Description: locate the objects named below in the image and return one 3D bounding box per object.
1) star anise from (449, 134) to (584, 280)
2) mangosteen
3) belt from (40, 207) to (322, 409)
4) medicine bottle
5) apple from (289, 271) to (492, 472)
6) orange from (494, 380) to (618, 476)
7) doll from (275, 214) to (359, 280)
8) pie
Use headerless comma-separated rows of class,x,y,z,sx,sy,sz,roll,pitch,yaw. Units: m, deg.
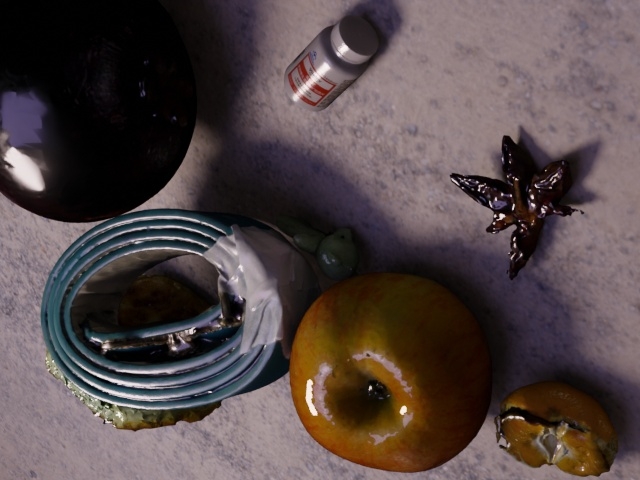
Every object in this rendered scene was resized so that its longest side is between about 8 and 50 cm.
star anise,0.246,-0.056,1.444,0.157,0.053,0.212,46,142,9
mangosteen,-0.395,-0.218,1.700,0.435,0.382,0.382,2,119,31
belt,-0.218,0.102,1.746,0.436,0.173,0.300,-7,88,21
medicine bottle,0.015,-0.238,1.521,0.079,0.079,0.140,54,140,1
apple,0.091,0.194,1.606,0.301,0.301,0.301,25,132,31
orange,0.322,0.251,1.542,0.160,0.112,0.170,-17,138,43
doll,0.000,0.000,1.711,0.150,0.077,0.115,35,-178,29
pie,-0.312,0.185,1.981,0.354,0.288,0.103,37,138,26
